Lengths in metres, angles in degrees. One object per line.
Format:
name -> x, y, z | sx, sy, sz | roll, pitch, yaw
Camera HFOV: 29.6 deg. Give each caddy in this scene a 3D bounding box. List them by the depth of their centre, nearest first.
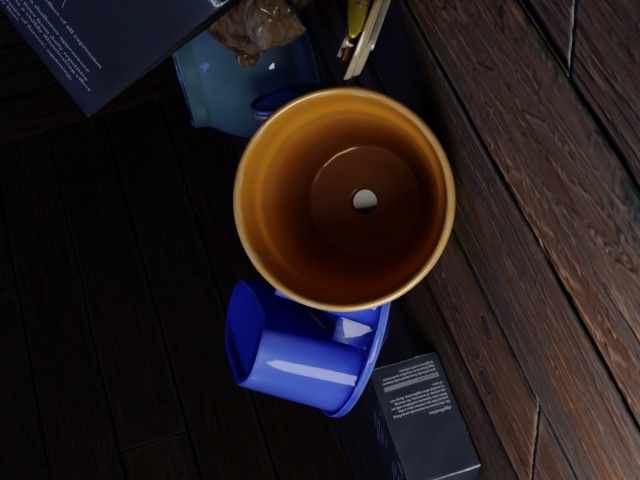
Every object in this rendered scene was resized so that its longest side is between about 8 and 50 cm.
caddy -> 0.000, 0.077, 1.521 | 0.341, 0.179, 0.241 | -127, 53, -73

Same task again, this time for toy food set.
toy food set -> 0.037, -0.207, 1.068 | 0.192, 0.038, 0.132 | 132, 158, -83

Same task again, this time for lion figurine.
lion figurine -> -0.163, -0.370, 1.609 | 0.392, 0.142, 0.240 | 37, 178, 16

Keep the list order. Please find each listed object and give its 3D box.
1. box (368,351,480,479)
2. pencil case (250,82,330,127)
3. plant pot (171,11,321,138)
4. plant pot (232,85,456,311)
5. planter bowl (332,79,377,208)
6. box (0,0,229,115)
box -> 0.126, 0.248, 1.502 | 0.156, 0.093, 0.158 | 85, 168, -60
pencil case -> -0.008, -0.069, 1.721 | 0.133, 0.119, 0.306 | -135, 29, -69
plant pot -> -0.129, -0.282, 1.874 | 0.293, 0.196, 0.293 | 164, 90, -84
plant pot -> 0.035, -0.040, 1.187 | 0.188, 0.205, 0.205 | -10, -97, -80
planter bowl -> 0.011, -0.108, 1.500 | 0.162, 0.109, 0.162 | 164, 90, -83
box -> -0.208, -0.352, 1.298 | 0.293, 0.212, 0.395 | 52, 151, -10
